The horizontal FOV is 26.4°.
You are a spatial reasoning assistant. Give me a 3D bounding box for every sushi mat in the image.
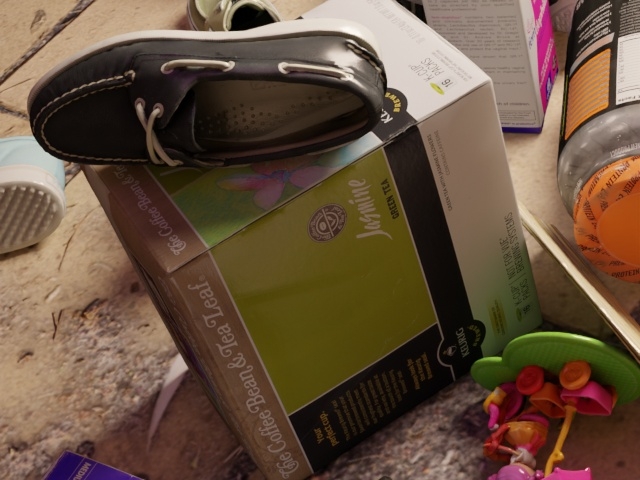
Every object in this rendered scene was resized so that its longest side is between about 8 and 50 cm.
[{"bbox_3d":[0.259,0.053,1.264,0.019,0.151,0.316,-45,44,12],"label":"sushi mat"}]

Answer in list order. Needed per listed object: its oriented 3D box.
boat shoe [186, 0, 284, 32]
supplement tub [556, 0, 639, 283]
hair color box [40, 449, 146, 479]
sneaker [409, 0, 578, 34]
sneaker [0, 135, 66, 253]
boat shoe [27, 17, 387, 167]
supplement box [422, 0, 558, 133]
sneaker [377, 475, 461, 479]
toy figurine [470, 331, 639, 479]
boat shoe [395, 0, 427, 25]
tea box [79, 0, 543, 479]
[{"bbox_3d":[-0.088,-0.273,1.744,0.109,0.094,0.302,-32,45,-12],"label":"boat shoe"},{"bbox_3d":[0.338,-0.121,1.368,0.193,0.194,0.316,-2,47,18],"label":"supplement tub"},{"bbox_3d":[-0.078,0.306,1.110,0.338,0.185,0.110,12,53,30],"label":"hair color box"},{"bbox_3d":[0.257,-0.370,1.601,0.365,0.137,0.210,11,70,11],"label":"sneaker"},{"bbox_3d":[-0.482,-0.044,1.655,0.365,0.135,0.150,-8,37,1],"label":"sneaker"},{"bbox_3d":[-0.097,-0.109,1.100,0.302,0.114,0.091,-13,39,10],"label":"boat shoe"},{"bbox_3d":[0.190,-0.236,1.514,0.113,0.220,0.111,3,49,23],"label":"supplement box"},{"bbox_3d":[0.131,0.271,1.113,0.276,0.097,0.135,14,74,32],"label":"sneaker"},{"bbox_3d":[0.190,0.183,1.200,0.173,0.130,0.159,-11,50,42],"label":"toy figurine"},{"bbox_3d":[0.079,-0.292,1.697,0.116,0.099,0.319,-13,44,8],"label":"boat shoe"},{"bbox_3d":[0.000,0.000,1.276,0.323,0.329,0.220,-32,45,-12],"label":"tea box"}]
